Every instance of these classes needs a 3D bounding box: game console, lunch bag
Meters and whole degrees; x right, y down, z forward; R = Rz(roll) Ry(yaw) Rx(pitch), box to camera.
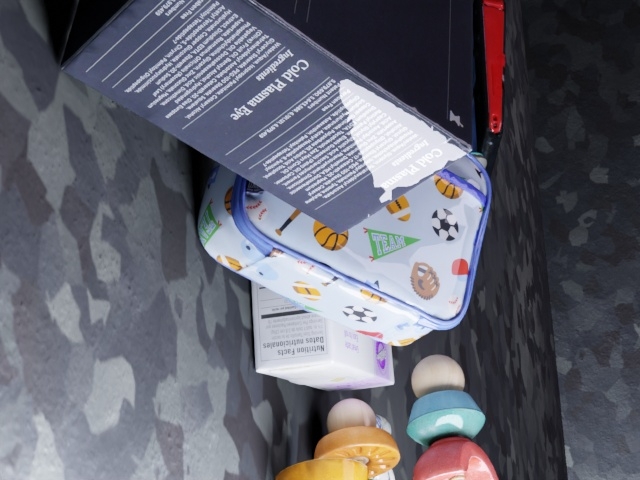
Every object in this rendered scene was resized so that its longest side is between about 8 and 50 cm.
[{"bbox_3d":[0.287,-0.227,2.328,0.386,0.060,0.342,93,3,-59],"label":"game console"},{"bbox_3d":[0.028,-0.046,1.299,0.303,0.115,0.243,29,61,-21],"label":"lunch bag"}]

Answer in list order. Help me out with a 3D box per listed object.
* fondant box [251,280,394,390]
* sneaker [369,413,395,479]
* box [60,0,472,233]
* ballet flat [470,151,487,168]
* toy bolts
[{"bbox_3d":[0.000,0.000,1.466,0.238,0.096,0.330,31,54,-67],"label":"fondant box"},{"bbox_3d":[0.060,0.280,1.618,0.058,0.052,0.135,47,30,-45],"label":"sneaker"},{"bbox_3d":[-0.030,-0.238,1.140,0.312,0.179,0.343,30,47,-28],"label":"box"},{"bbox_3d":[0.209,-0.084,2.038,0.213,0.072,0.068,151,-60,-64],"label":"ballet flat"},{"bbox_3d":[0.066,0.214,1.398,0.218,0.228,0.158,37,38,-50],"label":"toy bolts"}]
